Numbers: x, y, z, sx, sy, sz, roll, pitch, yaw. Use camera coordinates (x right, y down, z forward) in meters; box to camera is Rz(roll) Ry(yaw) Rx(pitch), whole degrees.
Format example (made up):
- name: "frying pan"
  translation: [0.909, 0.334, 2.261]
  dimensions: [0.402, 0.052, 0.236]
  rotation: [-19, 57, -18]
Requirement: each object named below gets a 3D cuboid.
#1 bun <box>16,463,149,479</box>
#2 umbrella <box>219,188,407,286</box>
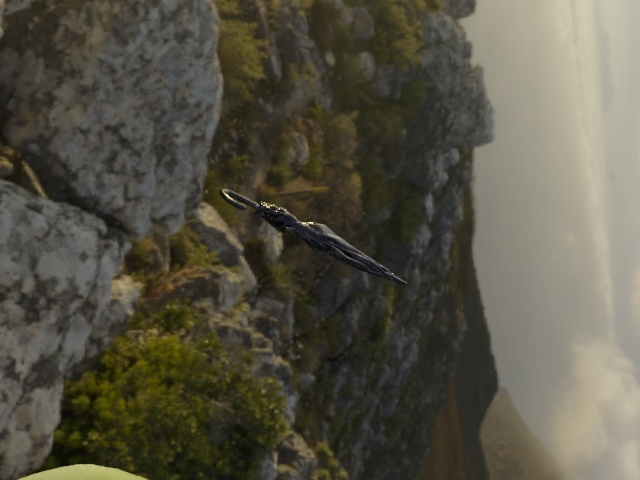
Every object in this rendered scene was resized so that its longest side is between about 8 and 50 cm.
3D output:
- name: "bun"
  translation: [-0.217, 0.331, 0.565]
  dimensions: [0.293, 0.293, 0.187]
  rotation: [-51, 137, -58]
- name: "umbrella"
  translation: [-0.001, -0.002, 0.365]
  dimensions: [0.122, 0.013, 0.022]
  rotation: [26, 16, -32]
